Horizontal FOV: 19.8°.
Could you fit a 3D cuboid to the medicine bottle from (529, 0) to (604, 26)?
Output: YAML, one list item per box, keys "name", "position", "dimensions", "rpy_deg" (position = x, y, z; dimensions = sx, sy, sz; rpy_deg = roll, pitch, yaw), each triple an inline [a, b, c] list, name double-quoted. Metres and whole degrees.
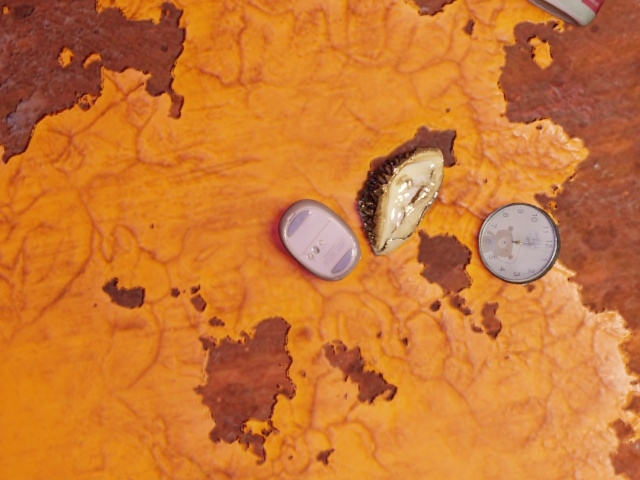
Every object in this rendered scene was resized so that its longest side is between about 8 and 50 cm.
- name: "medicine bottle"
  position: [0.282, -0.326, 1.827]
  dimensions: [0.090, 0.090, 0.217]
  rpy_deg: [31, 92, 17]

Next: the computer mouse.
- name: "computer mouse"
  position: [0.000, 0.000, 1.902]
  dimensions: [0.096, 0.039, 0.066]
  rpy_deg: [42, 97, 9]

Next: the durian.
- name: "durian"
  position: [0.078, -0.047, 1.892]
  dimensions: [0.066, 0.052, 0.130]
  rpy_deg: [29, 97, -21]

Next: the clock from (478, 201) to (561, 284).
- name: "clock"
  position: [0.201, 0.002, 1.852]
  dimensions: [0.085, 0.017, 0.085]
  rpy_deg: [-2, 83, 16]
